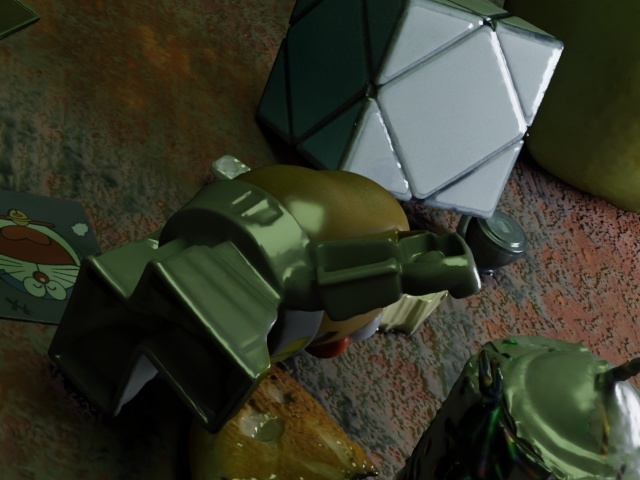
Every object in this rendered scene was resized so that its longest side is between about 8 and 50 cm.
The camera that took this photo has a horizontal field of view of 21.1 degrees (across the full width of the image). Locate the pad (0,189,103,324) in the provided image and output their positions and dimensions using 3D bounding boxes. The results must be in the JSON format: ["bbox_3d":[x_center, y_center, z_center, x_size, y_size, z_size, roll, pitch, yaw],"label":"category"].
[{"bbox_3d":[-0.278,0.006,1.400,0.245,0.006,0.170,10,37,-36],"label":"pad"}]

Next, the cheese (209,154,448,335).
[{"bbox_3d":[0.000,0.000,1.642,0.255,0.050,0.127,35,30,6],"label":"cheese"}]

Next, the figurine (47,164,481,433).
[{"bbox_3d":[-0.043,0.029,1.343,0.342,0.167,0.285,24,36,30],"label":"figurine"}]

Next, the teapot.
[{"bbox_3d":[0.173,-0.003,1.810,0.066,0.057,0.088,6,42,-39],"label":"teapot"}]

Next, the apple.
[{"bbox_3d":[0.437,-0.256,2.081,0.473,0.474,0.474,25,30,-15],"label":"apple"}]

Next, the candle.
[{"bbox_3d":[0.168,0.167,1.280,0.187,0.330,0.187,18,36,-13],"label":"candle"}]

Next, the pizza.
[{"bbox_3d":[-0.029,0.166,1.357,0.161,0.062,0.182,17,27,-15],"label":"pizza"}]

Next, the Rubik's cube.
[{"bbox_3d":[0.087,-0.163,1.768,0.207,0.205,0.205,13,16,-34],"label":"Rubik's cube"}]

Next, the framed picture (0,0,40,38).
[{"bbox_3d":[-0.324,-0.229,1.706,0.066,0.007,0.089,35,29,4],"label":"framed picture"}]
